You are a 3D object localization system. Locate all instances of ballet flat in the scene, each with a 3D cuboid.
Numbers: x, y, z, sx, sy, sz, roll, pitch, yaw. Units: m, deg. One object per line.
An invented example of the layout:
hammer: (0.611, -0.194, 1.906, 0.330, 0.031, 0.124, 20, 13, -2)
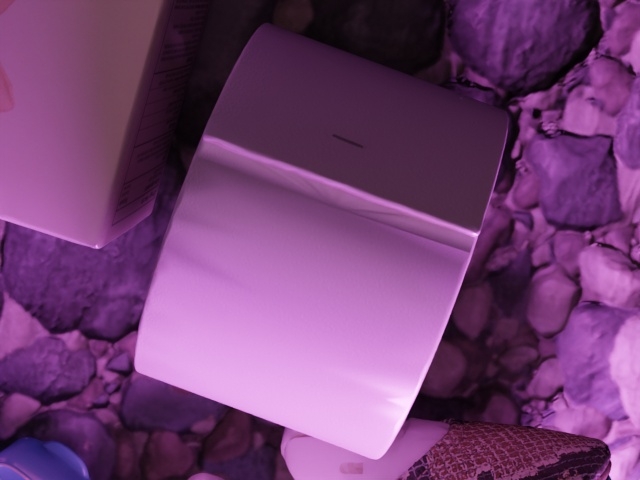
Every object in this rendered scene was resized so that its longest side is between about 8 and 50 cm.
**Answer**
ballet flat: (-0.026, 0.237, 0.882, 0.483, 0.164, 0.182, -37, 87, 15)

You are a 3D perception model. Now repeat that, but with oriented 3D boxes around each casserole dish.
casserole dish: (-0.242, 0.245, 0.934, 0.114, 0.037, 0.188, 31, 104, 24)

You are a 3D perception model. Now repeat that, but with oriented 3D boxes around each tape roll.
tape roll: (0.000, 0.000, 0.777, 0.169, 0.246, 0.246, 20, 103, 1)

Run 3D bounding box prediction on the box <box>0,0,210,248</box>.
box: (-0.146, -0.165, 0.806, 0.121, 0.148, 0.311, 18, 102, 2)
